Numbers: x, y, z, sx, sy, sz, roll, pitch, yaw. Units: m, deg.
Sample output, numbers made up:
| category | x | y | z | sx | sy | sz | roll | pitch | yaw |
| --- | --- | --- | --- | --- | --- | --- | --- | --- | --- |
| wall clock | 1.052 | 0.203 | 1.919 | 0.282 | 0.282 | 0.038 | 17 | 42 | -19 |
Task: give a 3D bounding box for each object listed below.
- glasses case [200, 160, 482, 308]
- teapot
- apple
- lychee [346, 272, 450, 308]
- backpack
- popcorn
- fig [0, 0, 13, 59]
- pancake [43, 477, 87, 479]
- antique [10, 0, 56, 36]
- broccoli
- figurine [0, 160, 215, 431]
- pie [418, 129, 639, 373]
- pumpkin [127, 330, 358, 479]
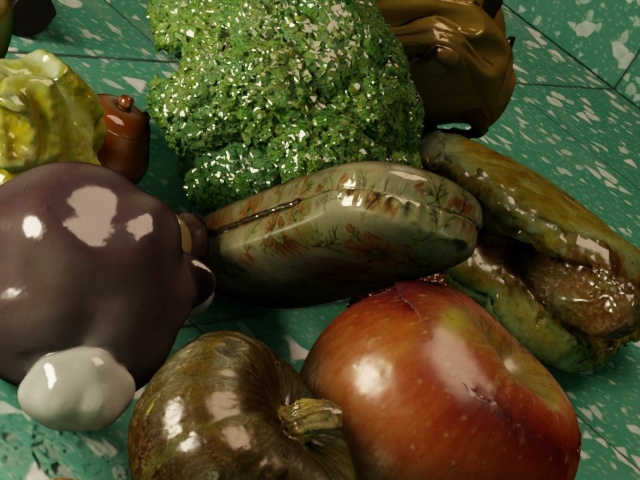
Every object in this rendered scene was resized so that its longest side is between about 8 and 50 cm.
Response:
| category | x | y | z | sx | sy | sz | roll | pitch | yaw |
| --- | --- | --- | --- | --- | --- | --- | --- | --- | --- |
| glasses case | 0.000 | 0.000 | 1.709 | 0.156 | 0.098 | 0.425 | 19 | -17 | -23 |
| teapot | -0.232 | -0.114 | 1.927 | 0.116 | 0.116 | 0.173 | 36 | 21 | 11 |
| apple | 0.107 | 0.172 | 1.599 | 0.251 | 0.206 | 0.272 | 51 | 13 | 32 |
| lychee | 0.086 | 0.086 | 1.920 | 0.123 | 0.123 | 0.129 | 34 | 55 | 5 |
| backpack | 0.064 | -0.250 | 2.297 | 0.378 | 0.201 | 0.353 | -1 | -23 | 8 |
| popcorn | -0.301 | -0.100 | 1.694 | 0.185 | 0.167 | 0.187 | 12 | 27 | 18 |
| fig | -0.413 | -0.223 | 1.842 | 0.181 | 0.191 | 0.181 | 44 | 35 | -44 |
| pancake | -0.163 | 0.239 | 1.366 | 0.151 | 0.025 | 0.151 | 29 | 18 | -10 |
| antique | -0.428 | -0.395 | 2.190 | 0.322 | 0.185 | 0.255 | 9 | 38 | -46 |
| broccoli | -0.042 | -0.154 | 1.991 | 0.413 | 0.310 | 0.321 | 46 | -3 | 3 |
| figurine | -0.208 | 0.041 | 1.580 | 0.218 | 0.206 | 0.365 | 32 | 0 | 6 |
| pie | 0.274 | 0.012 | 2.263 | 0.395 | 0.180 | 0.418 | 36 | 14 | 12 |
| pumpkin | -0.052 | 0.175 | 1.432 | 0.219 | 0.162 | 0.219 | 48 | 20 | -24 |
